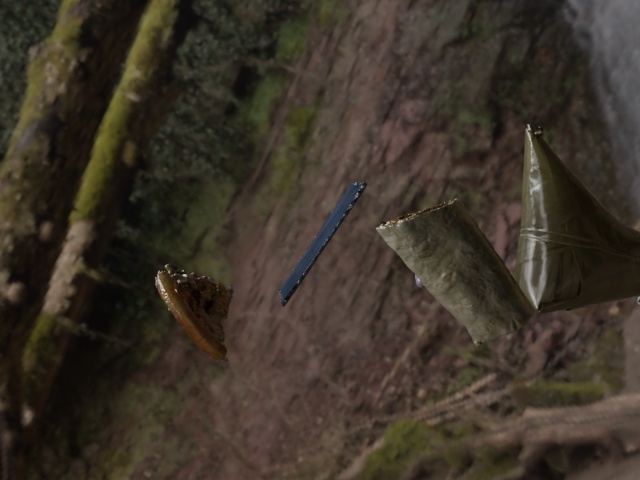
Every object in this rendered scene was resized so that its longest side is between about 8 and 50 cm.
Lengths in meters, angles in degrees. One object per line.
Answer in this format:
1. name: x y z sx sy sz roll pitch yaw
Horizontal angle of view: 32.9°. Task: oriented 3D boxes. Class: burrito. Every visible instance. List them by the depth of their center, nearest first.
1. burrito: 0.237 0.041 1.840 0.143 0.299 0.105 -43 15 -10

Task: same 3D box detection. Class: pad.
1. pad: 0.000 0.000 2.015 0.269 0.012 0.269 -56 4 2

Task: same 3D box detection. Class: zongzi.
1. zongzi: 0.600 -0.043 2.277 0.181 0.447 0.418 10 104 61

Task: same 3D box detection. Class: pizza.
1. pizza: -0.182 0.104 1.780 0.052 0.185 0.195 -36 0 20

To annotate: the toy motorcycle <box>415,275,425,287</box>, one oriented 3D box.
1. toy motorcycle: 0.261 0.049 2.472 0.152 0.073 0.225 -64 -23 -16
